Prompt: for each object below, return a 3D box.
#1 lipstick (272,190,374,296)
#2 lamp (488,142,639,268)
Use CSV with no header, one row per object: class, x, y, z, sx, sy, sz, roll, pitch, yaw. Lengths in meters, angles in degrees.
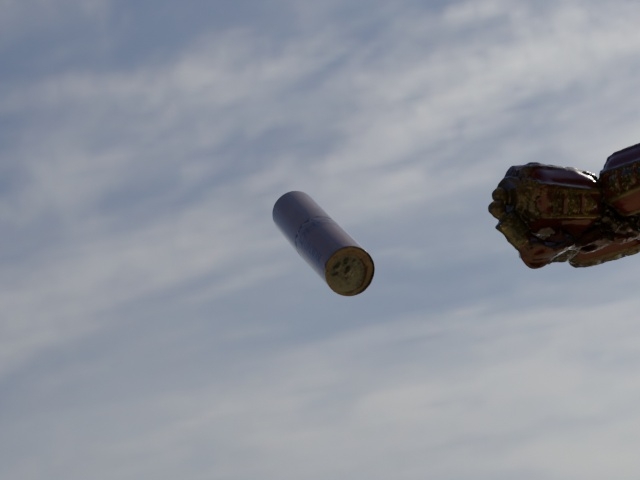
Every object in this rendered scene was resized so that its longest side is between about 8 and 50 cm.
lipstick,0.000,0.000,0.704,0.019,0.019,0.094,-7,14,-12
lamp,0.082,-0.008,0.591,0.063,0.031,0.083,-14,-10,4
